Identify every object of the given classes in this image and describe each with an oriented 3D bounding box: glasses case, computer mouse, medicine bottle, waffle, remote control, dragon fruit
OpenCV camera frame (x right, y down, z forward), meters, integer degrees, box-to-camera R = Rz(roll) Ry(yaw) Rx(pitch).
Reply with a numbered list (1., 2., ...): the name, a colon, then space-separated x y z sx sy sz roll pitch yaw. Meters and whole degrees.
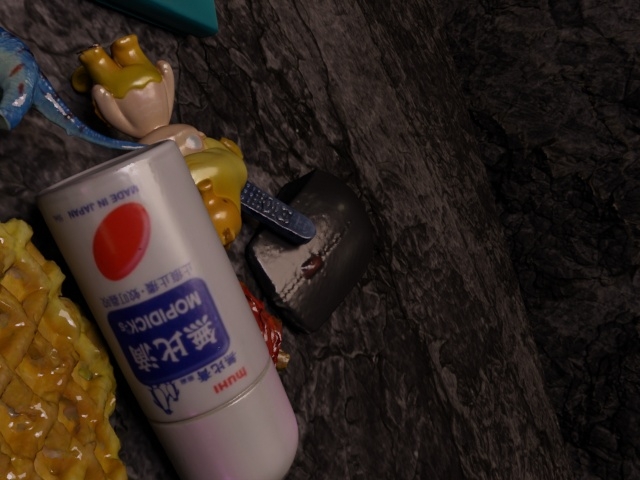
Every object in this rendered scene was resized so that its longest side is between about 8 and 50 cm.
1. glasses case: -0.244 -0.328 0.776 0.301 0.070 0.117 4 74 -61
2. computer mouse: 0.004 -0.002 0.960 0.168 0.087 0.295 55 33 -17
3. medicine bottle: -0.124 0.088 0.613 0.130 0.130 0.341 -49 122 -58
4. waffle: -0.225 0.110 0.442 0.325 0.068 0.302 40 33 -72
5. remote control: -0.074 -0.041 0.860 0.152 0.027 0.044 33 53 -14
6. dragon fruit: -0.074 0.112 0.763 0.106 0.083 0.162 21 52 -57

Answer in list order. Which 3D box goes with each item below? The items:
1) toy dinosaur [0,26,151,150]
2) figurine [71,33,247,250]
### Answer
1. toy dinosaur: -0.299 -0.147 0.543 0.329 0.076 0.144 40 41 -16
2. figurine: -0.165 -0.087 0.694 0.156 0.131 0.247 -28 99 -27
